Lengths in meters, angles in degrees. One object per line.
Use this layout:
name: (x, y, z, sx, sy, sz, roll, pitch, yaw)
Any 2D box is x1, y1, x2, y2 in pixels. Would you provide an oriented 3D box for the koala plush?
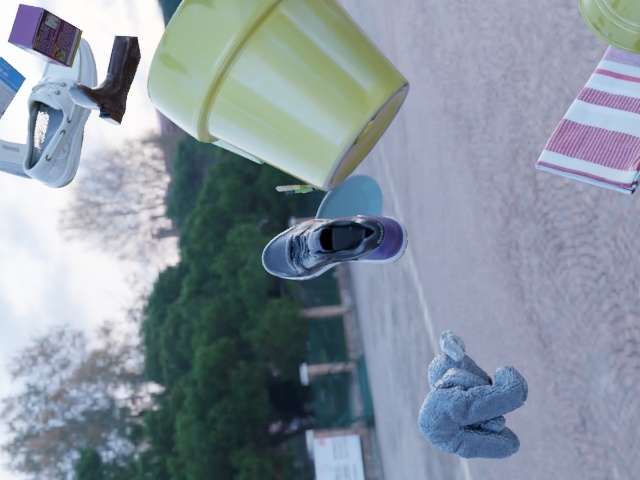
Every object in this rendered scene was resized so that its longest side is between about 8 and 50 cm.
koala plush: (0.272, 0.293, 1.908, 0.221, 0.203, 0.196, -106, 16, -58)

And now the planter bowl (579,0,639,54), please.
planter bowl: (0.561, -0.430, 1.663, 0.090, 0.217, 0.217, 89, 175, -64)

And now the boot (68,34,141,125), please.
boot: (-0.264, -0.214, 1.210, 0.106, 0.037, 0.114, 42, -118, -67)

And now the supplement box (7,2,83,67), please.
supplement box: (-0.349, -0.259, 1.237, 0.083, 0.043, 0.055, 23, -96, -66)

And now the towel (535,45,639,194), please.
towel: (0.588, -0.252, 1.888, 0.237, 0.329, 0.037, 23, 164, 47)

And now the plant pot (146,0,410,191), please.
plant pot: (-0.035, -0.192, 1.159, 0.254, 0.239, 0.254, -51, -7, -8)

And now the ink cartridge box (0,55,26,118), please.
ink cartridge box: (-0.575, -0.212, 1.606, 0.060, 0.104, 0.180, 45, -123, -38)

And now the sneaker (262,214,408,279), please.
sneaker: (0.000, 0.000, 1.703, 0.124, 0.283, 0.107, 12, -111, -58)

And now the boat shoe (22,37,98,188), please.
boat shoe: (-0.454, -0.233, 1.669, 0.096, 0.098, 0.277, 29, -118, -62)

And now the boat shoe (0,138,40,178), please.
boat shoe: (-0.586, -0.150, 1.747, 0.063, 0.184, 0.066, -54, 50, 27)

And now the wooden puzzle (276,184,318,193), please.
wooden puzzle: (-0.022, -0.080, 1.500, 0.116, 0.078, 0.014, -9, -83, -54)

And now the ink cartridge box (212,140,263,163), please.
ink cartridge box: (-0.120, -0.288, 1.744, 0.255, 0.188, 0.097, -57, -28, -17)

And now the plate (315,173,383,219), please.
plate: (0.052, -0.048, 1.960, 0.024, 0.188, 0.188, 30, 137, 41)
